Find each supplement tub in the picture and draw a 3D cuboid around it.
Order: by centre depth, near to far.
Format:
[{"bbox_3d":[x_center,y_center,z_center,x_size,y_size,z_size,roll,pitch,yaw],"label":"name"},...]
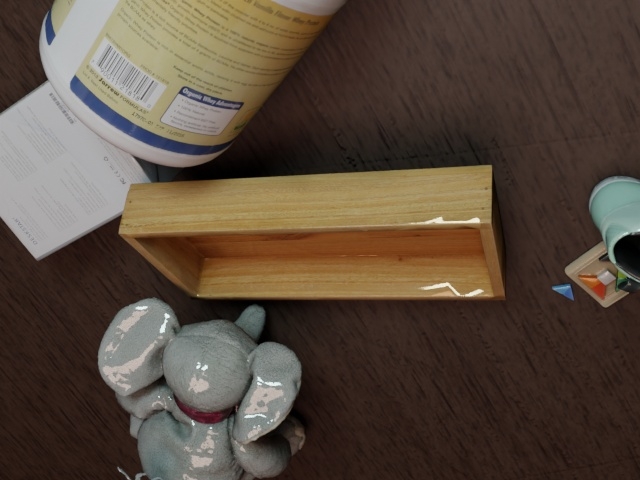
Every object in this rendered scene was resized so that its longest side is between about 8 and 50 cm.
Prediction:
[{"bbox_3d":[-0.106,-0.250,0.752,0.228,0.228,0.316,40,123,-9],"label":"supplement tub"}]

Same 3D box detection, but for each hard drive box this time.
[{"bbox_3d":[-0.320,-0.103,0.988,0.232,0.089,0.181,-24,111,27],"label":"hard drive box"}]

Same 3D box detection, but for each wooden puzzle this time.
[{"bbox_3d":[0.340,0.040,0.926,0.078,0.014,0.116,35,124,-6],"label":"wooden puzzle"}]

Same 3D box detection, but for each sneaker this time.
[{"bbox_3d":[0.411,0.018,0.809,0.256,0.151,0.094,13,121,7],"label":"sneaker"}]

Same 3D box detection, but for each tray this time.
[{"bbox_3d":[0.000,0.000,0.912,0.411,0.076,0.203,-1,154,17],"label":"tray"}]

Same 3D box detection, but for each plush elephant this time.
[{"bbox_3d":[-0.144,0.192,1.019,0.272,0.330,0.255,27,109,8],"label":"plush elephant"}]
